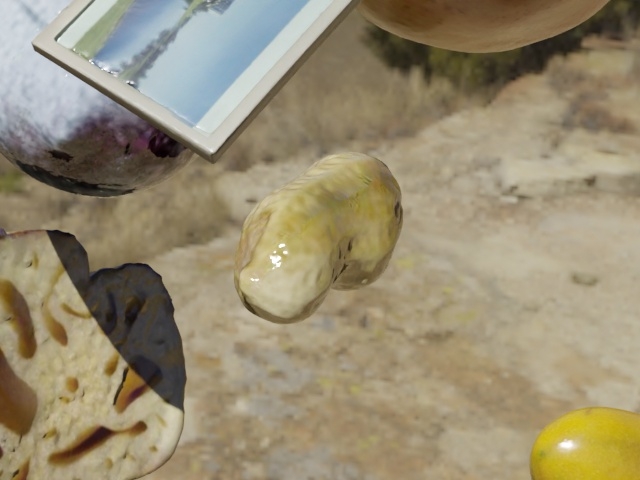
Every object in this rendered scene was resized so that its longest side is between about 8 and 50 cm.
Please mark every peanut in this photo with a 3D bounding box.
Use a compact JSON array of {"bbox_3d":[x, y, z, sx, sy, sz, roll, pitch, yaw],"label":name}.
[{"bbox_3d":[0.000,0.000,1.194,0.110,0.120,0.236,4,27,24],"label":"peanut"}]

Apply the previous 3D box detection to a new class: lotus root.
[{"bbox_3d":[-0.303,0.110,1.409,0.316,0.316,0.250,-8,10,-37],"label":"lotus root"}]

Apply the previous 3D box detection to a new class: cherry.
[{"bbox_3d":[-0.188,-0.171,1.199,0.255,0.218,0.296,28,48,-13],"label":"cherry"}]

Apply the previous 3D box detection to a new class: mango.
[{"bbox_3d":[0.243,0.208,1.069,0.253,0.138,0.113,33,8,-39],"label":"mango"}]

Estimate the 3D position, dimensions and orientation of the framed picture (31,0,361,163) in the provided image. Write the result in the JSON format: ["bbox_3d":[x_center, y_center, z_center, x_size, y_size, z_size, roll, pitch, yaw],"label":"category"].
[{"bbox_3d":[-0.045,-0.114,0.636,0.109,0.011,0.149,31,67,20],"label":"framed picture"}]

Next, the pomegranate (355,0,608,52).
[{"bbox_3d":[0.147,-0.306,1.094,0.338,0.338,0.338,5,17,-2],"label":"pomegranate"}]
